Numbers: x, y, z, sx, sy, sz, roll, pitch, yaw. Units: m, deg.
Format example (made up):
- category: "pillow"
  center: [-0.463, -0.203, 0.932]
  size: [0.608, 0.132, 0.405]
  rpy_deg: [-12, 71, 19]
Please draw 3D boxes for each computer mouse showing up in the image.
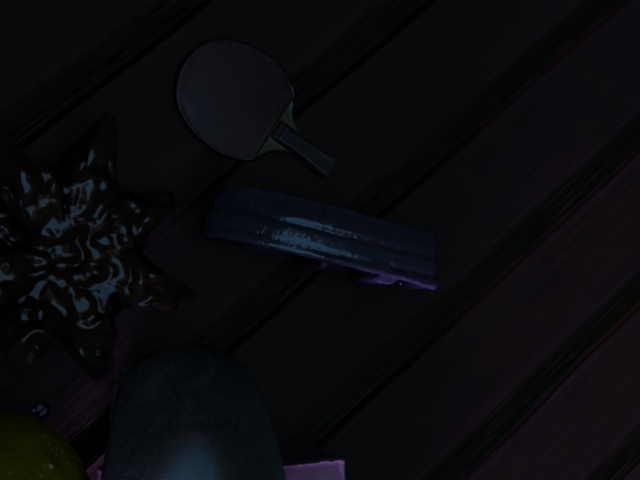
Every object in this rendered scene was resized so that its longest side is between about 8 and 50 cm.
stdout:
- category: "computer mouse"
  center: [-0.137, 0.294, 1.399]
  size: [0.203, 0.114, 0.374]
  rpy_deg: [-3, 95, -21]

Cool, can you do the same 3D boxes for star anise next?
- category: "star anise"
  center: [-0.285, 0.010, 1.452]
  size: [0.315, 0.108, 0.315]
  rpy_deg: [-5, 102, -27]

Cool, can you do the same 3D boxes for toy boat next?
- category: "toy boat"
  center: [0.000, 0.000, 1.566]
  size: [0.283, 0.127, 0.078]
  rpy_deg: [15, 86, -21]

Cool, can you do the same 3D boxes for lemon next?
- category: "lemon"
  center: [-0.329, 0.275, 1.399]
  size: [0.192, 0.192, 0.231]
  rpy_deg: [-25, 99, -21]

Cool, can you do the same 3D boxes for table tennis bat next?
- category: "table tennis bat"
  center: [-0.071, -0.144, 1.586]
  size: [0.220, 0.019, 0.130]
  rpy_deg: [36, 78, -20]

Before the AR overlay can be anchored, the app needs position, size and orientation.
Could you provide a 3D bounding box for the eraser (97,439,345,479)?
- category: "eraser"
  center: [-0.107, 0.423, 1.547]
  size: [0.272, 0.122, 0.359]
  rpy_deg: [-4, 95, -25]
